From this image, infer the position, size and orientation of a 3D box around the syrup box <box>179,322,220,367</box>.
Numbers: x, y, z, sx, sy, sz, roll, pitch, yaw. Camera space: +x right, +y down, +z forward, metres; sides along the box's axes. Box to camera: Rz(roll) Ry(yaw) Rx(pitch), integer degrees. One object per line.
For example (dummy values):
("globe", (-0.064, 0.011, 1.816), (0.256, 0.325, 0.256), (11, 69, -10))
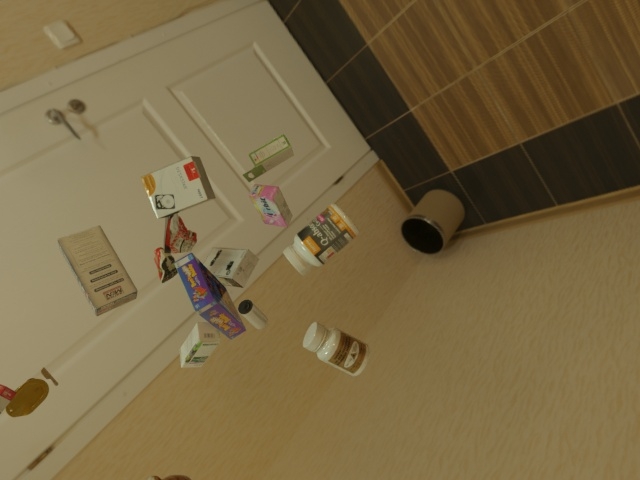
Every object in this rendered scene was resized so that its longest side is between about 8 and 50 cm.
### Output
("syrup box", (-0.516, 0.448, 1.718), (0.237, 0.093, 0.096), (-52, 44, 35))

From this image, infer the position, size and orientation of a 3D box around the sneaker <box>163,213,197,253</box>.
("sneaker", (-0.660, -0.054, 1.919), (0.090, 0.145, 0.270), (57, 138, 47))

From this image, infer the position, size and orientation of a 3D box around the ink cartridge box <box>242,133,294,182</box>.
("ink cartridge box", (-0.207, -0.310, 1.524), (0.062, 0.209, 0.109), (59, 179, 6))

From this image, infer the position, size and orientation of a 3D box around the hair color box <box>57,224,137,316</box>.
("hair color box", (-0.939, 0.124, 1.704), (0.347, 0.174, 0.105), (55, 143, 11))

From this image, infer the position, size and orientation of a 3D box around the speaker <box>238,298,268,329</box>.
("speaker", (-0.225, 0.250, 1.360), (0.055, 0.055, 0.136), (23, 158, 30))

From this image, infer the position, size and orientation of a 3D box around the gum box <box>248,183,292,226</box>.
("gum box", (-0.190, -0.130, 1.577), (0.107, 0.062, 0.188), (9, 147, 23))

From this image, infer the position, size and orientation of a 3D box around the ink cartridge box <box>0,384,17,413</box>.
("ink cartridge box", (-1.115, 0.550, 1.349), (0.099, 0.135, 0.056), (7, 140, 18))

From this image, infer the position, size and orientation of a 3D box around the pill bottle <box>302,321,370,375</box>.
("pill bottle", (0.057, 0.397, 1.497), (0.229, 0.131, 0.131), (30, 150, -13))

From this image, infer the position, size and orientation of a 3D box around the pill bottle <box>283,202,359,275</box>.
("pill bottle", (0.000, 0.000, 1.570), (0.162, 0.278, 0.162), (49, -179, -1))

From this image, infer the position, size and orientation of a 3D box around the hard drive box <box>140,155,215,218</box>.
("hard drive box", (-0.567, -0.212, 1.616), (0.232, 0.089, 0.181), (-20, 95, 10))

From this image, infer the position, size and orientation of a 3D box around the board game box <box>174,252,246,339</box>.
("board game box", (-0.427, 0.228, 1.592), (0.233, 0.078, 0.347), (55, 172, 31))

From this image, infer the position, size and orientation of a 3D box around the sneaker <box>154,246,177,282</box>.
("sneaker", (-0.862, 0.131, 2.230), (0.118, 0.107, 0.279), (43, 142, 16))

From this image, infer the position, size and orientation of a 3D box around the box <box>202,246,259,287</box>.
("box", (-0.451, 0.125, 1.958), (0.290, 0.169, 0.087), (1, 145, 40))

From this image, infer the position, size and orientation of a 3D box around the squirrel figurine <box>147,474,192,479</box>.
("squirrel figurine", (-0.512, 0.931, 1.222), (0.281, 0.370, 0.397), (32, 126, -27))

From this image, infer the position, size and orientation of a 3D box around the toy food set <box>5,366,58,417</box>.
("toy food set", (-1.343, 0.704, 1.866), (0.071, 0.218, 0.128), (0, 130, 41))
